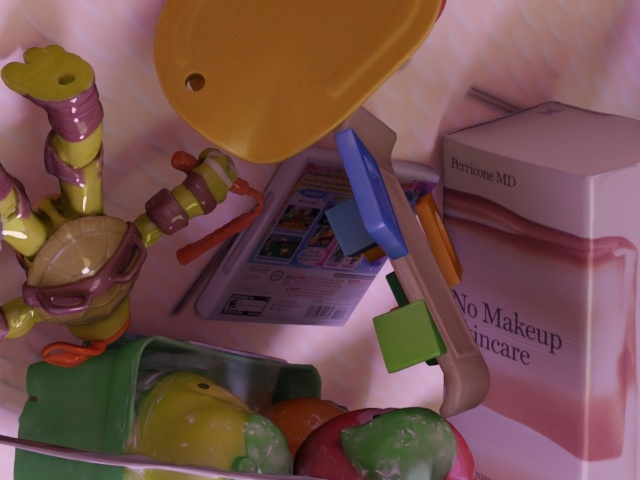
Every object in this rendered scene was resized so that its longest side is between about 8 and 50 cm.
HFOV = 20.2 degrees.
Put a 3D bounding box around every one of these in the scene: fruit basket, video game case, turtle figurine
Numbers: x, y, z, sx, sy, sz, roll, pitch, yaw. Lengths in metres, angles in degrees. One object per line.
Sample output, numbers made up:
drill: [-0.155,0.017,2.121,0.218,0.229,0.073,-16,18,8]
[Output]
fruit basket: [-0.002,0.140,1.143,0.327,0.353,0.165,17,72,-59]
video game case: [0.000,0.000,1.278,0.157,0.019,0.143,6,122,-50]
turtle figurine: [-0.159,0.006,1.037,0.269,0.087,0.217,-28,140,-7]

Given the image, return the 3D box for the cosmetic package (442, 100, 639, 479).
cosmetic package: [0.183,0.062,1.331,0.129,0.153,0.296,-17,114,-37]

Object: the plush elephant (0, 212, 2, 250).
plush elephant: [-0.261,0.167,0.959,0.330,0.272,0.255,-21,139,19]

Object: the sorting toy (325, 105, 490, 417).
sorting toy: [0.050,0.019,1.140,0.047,0.196,0.348,-22,173,9]

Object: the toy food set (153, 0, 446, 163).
toy food set: [0.004,-0.133,1.042,0.218,0.128,0.071,-43,166,-8]
